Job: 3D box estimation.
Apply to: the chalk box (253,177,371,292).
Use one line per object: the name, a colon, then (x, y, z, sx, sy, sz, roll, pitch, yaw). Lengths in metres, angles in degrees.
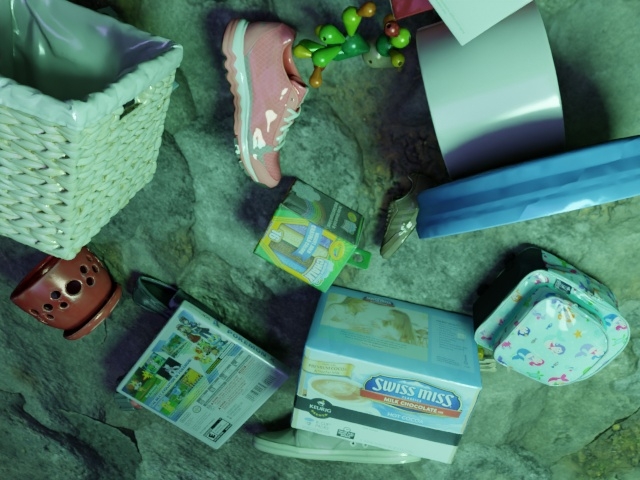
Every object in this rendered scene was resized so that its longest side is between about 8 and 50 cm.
chalk box: (0.000, 0.000, 1.104, 0.213, 0.132, 0.132, 31, 121, -5)

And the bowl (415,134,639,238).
bowl: (0.335, -0.081, 0.853, 0.392, 0.391, 0.077, -13, 90, 19)

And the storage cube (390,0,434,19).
storage cube: (0.187, -0.438, 0.767, 0.193, 0.215, 0.183, -9, 118, 24)

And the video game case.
video game case: (-0.283, 0.331, 1.322, 0.300, 0.036, 0.329, 36, 116, -12)

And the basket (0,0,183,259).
basket: (-0.437, -0.197, 0.838, 0.332, 0.328, 0.266, 22, 124, -2)

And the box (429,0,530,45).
box: (0.188, -0.315, 0.668, 0.102, 0.087, 0.101, -28, 117, 35)

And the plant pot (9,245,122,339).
plant pot: (-0.564, 0.116, 1.262, 0.191, 0.191, 0.174, -30, 116, 26)

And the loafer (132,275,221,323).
loafer: (-0.335, 0.150, 1.295, 0.223, 0.076, 0.078, 24, 131, 2)

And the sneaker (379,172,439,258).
sneaker: (0.160, -0.050, 1.092, 0.071, 0.066, 0.188, 38, 116, 9)

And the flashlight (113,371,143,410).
flashlight: (-0.373, 0.381, 1.427, 0.304, 0.103, 0.103, -6, 149, 13)

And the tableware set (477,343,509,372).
tableware set: (0.413, 0.242, 1.224, 0.154, 0.024, 0.103, -5, 115, 16)

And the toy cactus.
toy cactus: (0.069, -0.302, 0.890, 0.219, 0.181, 0.112, -3, 90, 43)

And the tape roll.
tape roll: (0.258, -0.226, 0.852, 0.169, 0.246, 0.246, -14, 116, 19)

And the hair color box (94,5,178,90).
hair color box: (-0.476, -0.247, 1.072, 0.375, 0.113, 0.185, -33, 108, 26)

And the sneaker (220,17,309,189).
sneaker: (-0.085, -0.235, 0.996, 0.136, 0.116, 0.313, 0, 120, 11)

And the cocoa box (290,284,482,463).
cocoa box: (0.136, 0.273, 1.176, 0.348, 0.231, 0.227, 13, 121, 4)

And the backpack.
backpack: (0.455, 0.163, 1.080, 0.254, 0.191, 0.225, 26, 121, -10)

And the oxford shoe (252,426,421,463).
oxford shoe: (0.035, 0.482, 1.391, 0.450, 0.169, 0.129, -9, 74, 25)
